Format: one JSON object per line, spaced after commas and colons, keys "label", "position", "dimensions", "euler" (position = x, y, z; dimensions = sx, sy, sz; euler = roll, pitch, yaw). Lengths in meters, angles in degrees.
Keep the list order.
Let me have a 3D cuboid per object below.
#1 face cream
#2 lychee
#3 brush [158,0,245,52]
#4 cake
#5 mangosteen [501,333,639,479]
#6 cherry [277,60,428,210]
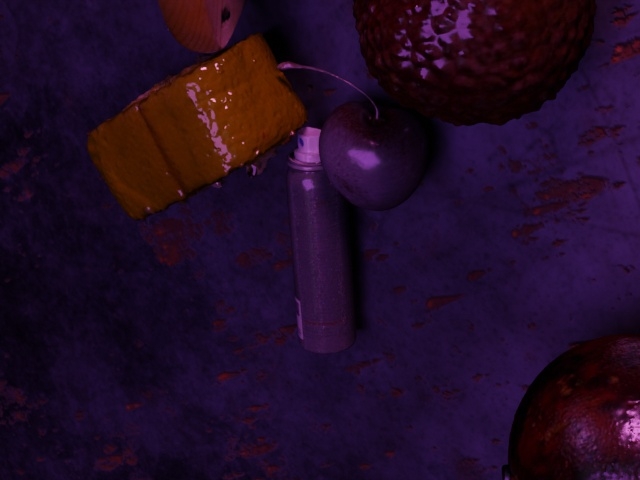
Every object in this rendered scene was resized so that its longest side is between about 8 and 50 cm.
{"label": "face cream", "position": [0.000, 0.000, 1.870], "dimensions": [0.073, 0.073, 0.283], "euler": [11, 120, 29]}
{"label": "lychee", "position": [0.148, -0.247, 1.540], "dimensions": [0.260, 0.260, 0.260], "euler": [16, 121, 27]}
{"label": "brush", "position": [-0.084, -0.327, 1.686], "dimensions": [0.166, 0.174, 0.267], "euler": [15, 113, 22]}
{"label": "cake", "position": [-0.143, -0.134, 1.831], "dimensions": [0.260, 0.179, 0.156], "euler": [-21, 100, 42]}
{"label": "mangosteen", "position": [0.346, 0.240, 1.634], "dimensions": [0.311, 0.311, 0.311], "euler": [16, 121, 27]}
{"label": "cherry", "position": [0.034, -0.105, 1.770], "dimensions": [0.188, 0.148, 0.115], "euler": [18, 78, 17]}
